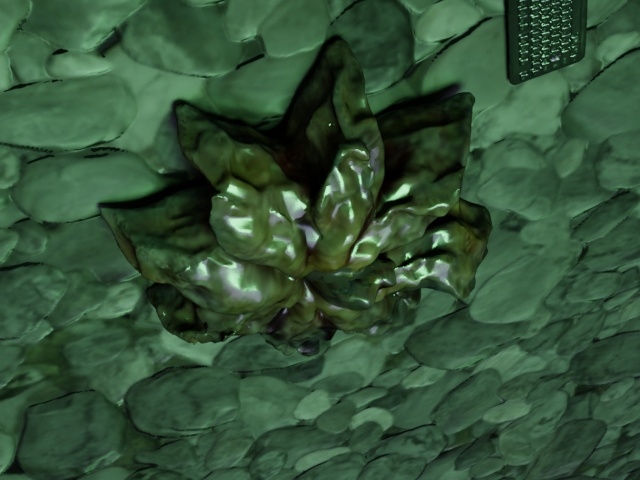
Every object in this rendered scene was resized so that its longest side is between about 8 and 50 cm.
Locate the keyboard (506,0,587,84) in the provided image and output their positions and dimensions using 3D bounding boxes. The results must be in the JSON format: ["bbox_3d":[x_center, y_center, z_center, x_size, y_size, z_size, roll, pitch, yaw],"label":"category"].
[{"bbox_3d":[0.130,-0.152,0.710,0.053,0.010,0.155,-21,142,-4],"label":"keyboard"}]

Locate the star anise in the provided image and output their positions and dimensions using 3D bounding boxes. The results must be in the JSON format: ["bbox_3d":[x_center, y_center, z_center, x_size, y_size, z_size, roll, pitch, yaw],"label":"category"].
[{"bbox_3d":[0.001,0.000,0.743,0.236,0.109,0.223,-21,138,-2],"label":"star anise"}]
